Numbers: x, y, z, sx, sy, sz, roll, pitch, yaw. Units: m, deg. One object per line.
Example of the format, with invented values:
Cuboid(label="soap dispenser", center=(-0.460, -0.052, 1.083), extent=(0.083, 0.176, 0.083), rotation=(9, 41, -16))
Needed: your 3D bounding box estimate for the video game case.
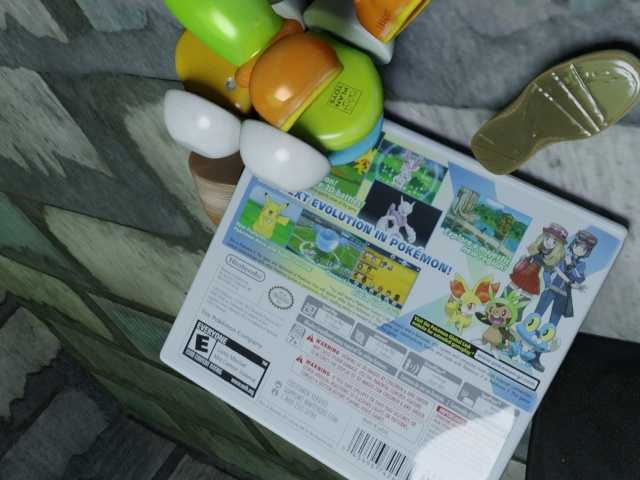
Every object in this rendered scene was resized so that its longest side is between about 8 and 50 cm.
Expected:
Cuboid(label="video game case", center=(0.048, 0.053, 0.710), extent=(0.329, 0.299, 0.036), rotation=(28, -172, 19))

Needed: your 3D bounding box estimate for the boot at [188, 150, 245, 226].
Cuboid(label="boot", center=(0.000, 0.000, 0.872), extent=(0.284, 0.109, 0.220), rotation=(14, 156, 19))

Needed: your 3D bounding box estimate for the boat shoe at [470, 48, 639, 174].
Cuboid(label="boat shoe", center=(0.170, -0.095, 0.569), extent=(0.056, 0.048, 0.153), rotation=(51, 147, -1))

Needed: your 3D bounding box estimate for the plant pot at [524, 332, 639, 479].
Cuboid(label="plant pot", center=(0.308, 0.221, 0.776), extent=(0.188, 0.167, 0.187), rotation=(6, 141, 46))

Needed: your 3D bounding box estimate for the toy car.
Cuboid(label="toy car", center=(-0.025, -0.120, 0.651), extent=(0.182, 0.159, 0.136), rotation=(24, 174, 23))

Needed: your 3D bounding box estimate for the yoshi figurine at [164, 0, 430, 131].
Cuboid(label="yoshi figurine", center=(-0.088, -0.249, 0.467), extent=(0.362, 0.203, 0.203), rotation=(47, 135, -3))
